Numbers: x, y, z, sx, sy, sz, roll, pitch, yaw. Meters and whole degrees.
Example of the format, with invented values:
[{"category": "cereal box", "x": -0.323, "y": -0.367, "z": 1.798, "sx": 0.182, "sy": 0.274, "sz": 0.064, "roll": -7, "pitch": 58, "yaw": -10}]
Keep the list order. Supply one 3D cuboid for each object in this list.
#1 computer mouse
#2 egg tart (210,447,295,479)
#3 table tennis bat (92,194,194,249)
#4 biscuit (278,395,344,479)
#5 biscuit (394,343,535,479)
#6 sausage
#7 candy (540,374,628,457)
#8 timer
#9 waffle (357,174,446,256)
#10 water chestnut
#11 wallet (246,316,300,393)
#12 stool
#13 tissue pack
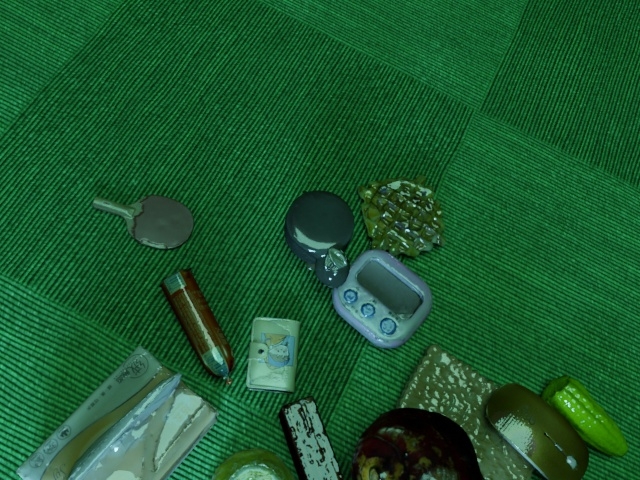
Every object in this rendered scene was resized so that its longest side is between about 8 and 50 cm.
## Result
[{"category": "computer mouse", "x": 0.461, "y": 0.411, "z": 1.285, "sx": 0.245, "sy": 0.056, "sz": 0.126, "roll": 45, "pitch": 66, "yaw": 7}, {"category": "egg tart", "x": -0.133, "y": 0.498, "z": 1.177, "sx": 0.197, "sy": 0.078, "sz": 0.197, "roll": 3, "pitch": 63, "yaw": -7}, {"category": "table tennis bat", "x": -0.409, "y": -0.054, "z": 1.410, "sx": 0.234, "sy": 0.022, "sz": 0.131, "roll": 17, "pitch": 65, "yaw": -4}, {"category": "biscuit", "x": 0.013, "y": 0.499, "z": 1.183, "sx": 0.073, "sy": 0.107, "sz": 0.389, "roll": -17, "pitch": 70, "yaw": -16}, {"category": "biscuit", "x": 0.325, "y": 0.392, "z": 1.316, "sx": 0.324, "sy": 0.044, "sz": 0.217, "roll": 32, "pitch": 63, "yaw": 3}, {"category": "sausage", "x": -0.253, "y": 0.188, "z": 1.298, "sx": 0.083, "sy": 0.083, "sz": 0.264, "roll": -25, "pitch": 74, "yaw": -19}, {"category": "candy", "x": 0.585, "y": 0.392, "z": 1.337, "sx": 0.209, "sy": 0.097, "sz": 0.096, "roll": 44, "pitch": 67, "yaw": 7}, {"category": "timer", "x": 0.140, "y": 0.133, "z": 1.391, "sx": 0.208, "sy": 0.069, "sz": 0.191, "roll": 39, "pitch": 66, "yaw": 10}, {"category": "waffle", "x": 0.206, "y": -0.062, "z": 1.497, "sx": 0.203, "sy": 0.054, "sz": 0.224, "roll": -6, "pitch": 66, "yaw": -12}, {"category": "water chestnut", "x": 0.193, "y": 0.453, "z": 1.144, "sx": 0.244, "sy": 0.289, "sz": 0.289, "roll": -35, "pitch": 76, "yaw": -21}, {"category": "wallet", "x": -0.102, "y": 0.245, "z": 1.316, "sx": 0.110, "sy": 0.039, "sz": 0.155, "roll": 7, "pitch": 64, "yaw": -8}, {"category": "stool", "x": -0.009, "y": 0.001, "z": 1.385, "sx": 0.153, "sy": 0.139, "sz": 0.228, "roll": 7, "pitch": 64, "yaw": -6}, {"category": "tissue pack", "x": -0.363, "y": 0.364, "z": 1.117, "sx": 0.238, "sy": 0.239, "sz": 0.305, "roll": 39, "pitch": 66, "yaw": 9}]
